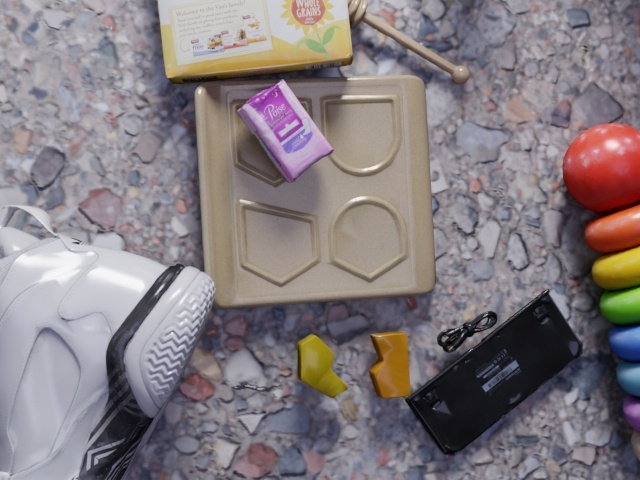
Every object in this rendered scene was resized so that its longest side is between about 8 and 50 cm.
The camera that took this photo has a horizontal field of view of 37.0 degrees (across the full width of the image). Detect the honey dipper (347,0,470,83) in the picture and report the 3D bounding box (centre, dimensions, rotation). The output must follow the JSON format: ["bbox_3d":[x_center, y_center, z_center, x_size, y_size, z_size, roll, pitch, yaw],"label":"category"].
[{"bbox_3d":[0.076,-0.197,0.925,0.161,0.030,0.030,27,86,-13],"label":"honey dipper"}]

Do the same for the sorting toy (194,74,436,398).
[{"bbox_3d":[0.000,0.000,0.910,0.229,0.041,0.307,-4,91,-15],"label":"sorting toy"}]

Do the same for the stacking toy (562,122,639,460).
[{"bbox_3d":[0.323,0.044,0.922,0.141,0.141,0.330,-19,90,-9],"label":"stacking toy"}]

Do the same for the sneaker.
[{"bbox_3d":[-0.256,0.153,0.819,0.210,0.137,0.365,28,89,-2],"label":"sneaker"}]

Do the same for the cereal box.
[{"bbox_3d":[-0.067,-0.272,0.872,0.173,0.047,0.240,-5,91,3],"label":"cereal box"}]

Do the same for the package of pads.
[{"bbox_3d":[-0.031,-0.099,0.862,0.050,0.032,0.083,-38,99,-14],"label":"package of pads"}]

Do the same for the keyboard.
[{"bbox_3d":[0.166,0.119,0.947,0.180,0.023,0.108,-37,103,-9],"label":"keyboard"}]
